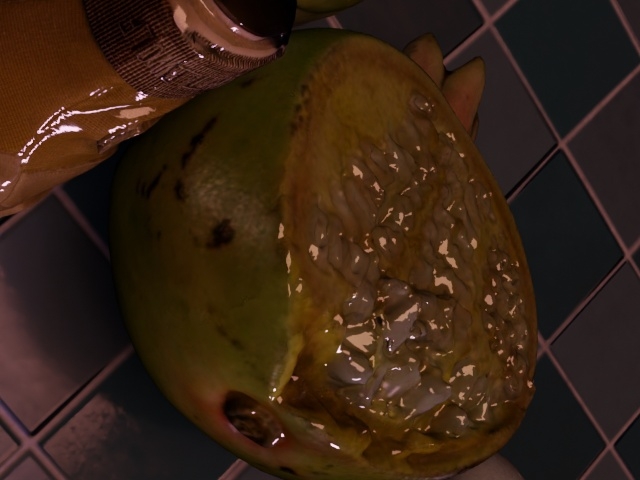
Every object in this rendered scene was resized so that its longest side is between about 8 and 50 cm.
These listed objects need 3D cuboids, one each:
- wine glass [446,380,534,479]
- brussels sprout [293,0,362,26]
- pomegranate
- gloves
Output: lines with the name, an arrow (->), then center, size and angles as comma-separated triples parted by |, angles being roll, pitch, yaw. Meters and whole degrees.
wine glass -> 0.114, 0.220, 0.899 | 0.103, 0.103, 0.231 | -2, 94, -29
brussels sprout -> -0.053, -0.261, 0.721 | 0.294, 0.227, 0.259 | -22, 99, -37
pomegranate -> 0.000, 0.000, 0.784 | 0.310, 0.216, 0.358 | 50, 39, -24
gloves -> -0.173, -0.091, 0.646 | 0.141, 0.331, 0.154 | 53, 33, -37
